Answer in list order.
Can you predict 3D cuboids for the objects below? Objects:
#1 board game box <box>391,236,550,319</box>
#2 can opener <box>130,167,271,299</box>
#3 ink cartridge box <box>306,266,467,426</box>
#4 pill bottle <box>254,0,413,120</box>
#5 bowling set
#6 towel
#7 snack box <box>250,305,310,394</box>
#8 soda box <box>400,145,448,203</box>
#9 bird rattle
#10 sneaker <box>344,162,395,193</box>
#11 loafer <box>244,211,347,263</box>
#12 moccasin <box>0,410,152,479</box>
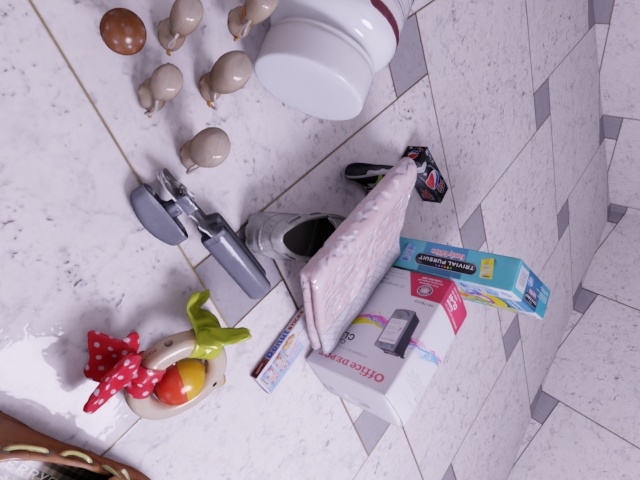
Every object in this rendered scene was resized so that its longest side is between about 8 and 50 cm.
[{"bbox_3d":[0.349,0.088,1.148,0.254,0.336,0.079,30,77,-46],"label":"board game box"},{"bbox_3d":[-0.189,0.004,0.763,0.095,0.076,0.283,-32,128,0],"label":"can opener"},{"bbox_3d":[0.152,0.216,1.048,0.306,0.226,0.131,-50,130,-29],"label":"ink cartridge box"},{"bbox_3d":[0.047,-0.421,0.789,0.224,0.224,0.392,31,77,-46],"label":"pill bottle"},{"bbox_3d":[-0.197,-0.255,0.652,0.200,0.154,0.287,23,83,-29],"label":"bowling set"},{"bbox_3d":[0.082,0.040,0.945,0.332,0.053,0.317,-49,155,-28],"label":"towel"},{"bbox_3d":[-0.069,0.224,0.961,0.178,0.022,0.064,-52,133,-26],"label":"snack box"},{"bbox_3d":[0.270,-0.168,1.208,0.169,0.060,0.053,47,66,-42],"label":"soda box"},{"bbox_3d":[-0.226,0.202,0.718,0.253,0.143,0.207,-33,138,-35],"label":"bird rattle"},{"bbox_3d":[0.144,-0.122,1.065,0.234,0.084,0.097,-2,102,-47],"label":"sneaker"},{"bbox_3d":[0.000,0.000,0.917,0.319,0.111,0.112,-1,100,-47],"label":"loafer"},{"bbox_3d":[-0.316,0.356,0.631,0.139,0.147,0.380,-49,130,-28],"label":"moccasin"}]
